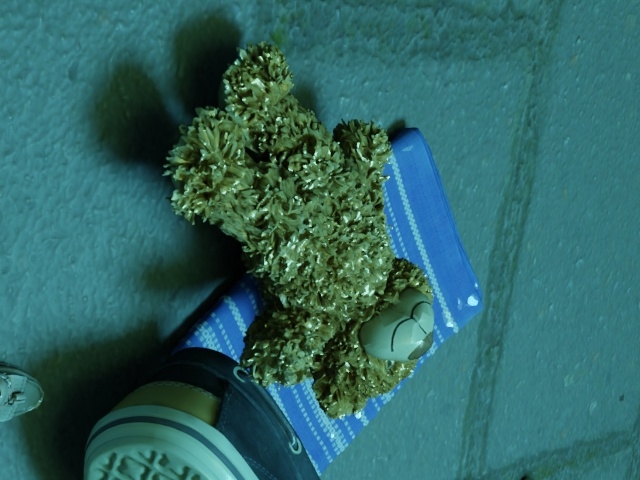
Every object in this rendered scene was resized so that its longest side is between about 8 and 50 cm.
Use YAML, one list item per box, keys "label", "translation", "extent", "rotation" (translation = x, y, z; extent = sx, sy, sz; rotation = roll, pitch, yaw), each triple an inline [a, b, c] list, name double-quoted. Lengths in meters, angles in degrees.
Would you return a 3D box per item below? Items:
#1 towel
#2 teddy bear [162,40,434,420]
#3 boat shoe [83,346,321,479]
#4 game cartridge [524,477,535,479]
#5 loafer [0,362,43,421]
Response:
- label: "towel"
  translation: [0.023, 0.079, 1.172]
  extent: [0.336, 0.040, 0.243]
  rotation: [-44, 131, -27]
- label: "teddy bear"
  translation: [0.000, 0.000, 1.011]
  extent: [0.245, 0.113, 0.338]
  rotation: [-48, 121, -53]
- label: "boat shoe"
  translation: [-0.033, 0.299, 1.066]
  extent: [0.500, 0.186, 0.156]
  rotation: [64, 27, -27]
- label: "game cartridge"
  translation: [0.208, 0.494, 1.513]
  extent: [0.324, 0.052, 0.285]
  rotation: [-46, 133, -27]
- label: "loafer"
  translation: [-0.246, 0.110, 0.891]
  extent: [0.125, 0.039, 0.045]
  rotation: [17, 91, -49]
